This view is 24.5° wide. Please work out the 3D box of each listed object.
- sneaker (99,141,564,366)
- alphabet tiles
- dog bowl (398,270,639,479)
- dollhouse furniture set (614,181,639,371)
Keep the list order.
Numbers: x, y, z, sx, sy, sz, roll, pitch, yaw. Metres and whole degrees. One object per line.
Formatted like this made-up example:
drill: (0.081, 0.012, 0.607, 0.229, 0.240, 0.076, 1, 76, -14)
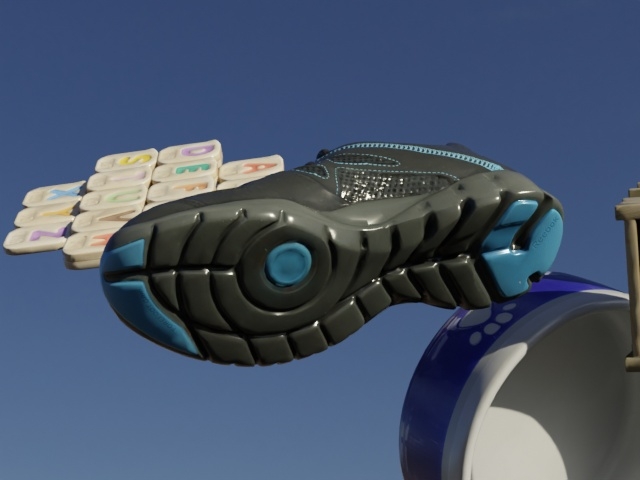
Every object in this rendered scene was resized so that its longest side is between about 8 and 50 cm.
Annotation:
sneaker: (0.000, 0.000, 1.072, 0.340, 0.140, 0.125, -6, -60, -22)
alphabet tiles: (-0.176, -0.042, 1.503, 0.278, 0.021, 0.284, -7, 22, 2)
dog bowl: (0.202, 0.163, 1.256, 0.265, 0.265, 0.104, 7, 10, -31)
dollhouse furniture set: (0.313, 0.021, 1.176, 0.129, 0.129, 0.183, -3, 7, 18)
